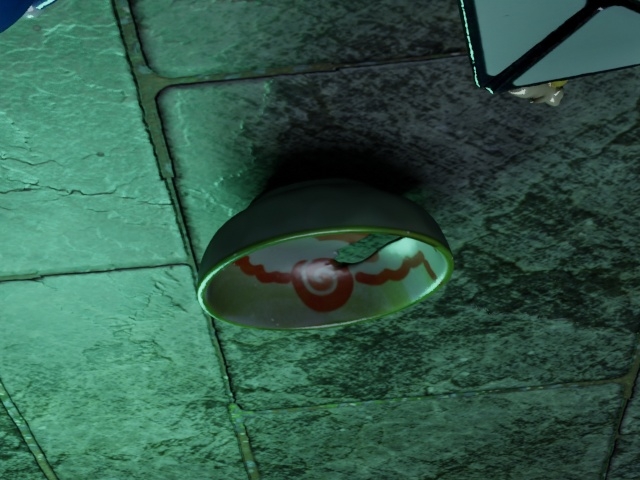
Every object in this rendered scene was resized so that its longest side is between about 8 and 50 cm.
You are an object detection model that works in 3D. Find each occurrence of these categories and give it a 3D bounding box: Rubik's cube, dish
[{"bbox_3d":[0.218,-0.302,1.307,0.250,0.248,0.246,-10,149,8],"label":"Rubik's cube"},{"bbox_3d":[0.000,0.000,1.945,0.324,0.124,0.324,-7,157,-3],"label":"dish"}]

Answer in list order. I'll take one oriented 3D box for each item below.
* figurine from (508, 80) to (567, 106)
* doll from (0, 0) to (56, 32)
[{"bbox_3d":[0.247,-0.182,1.734,0.083,0.047,0.050,10,137,-32],"label":"figurine"},{"bbox_3d":[-0.283,-0.279,1.398,0.257,0.161,0.215,-16,139,-13],"label":"doll"}]
